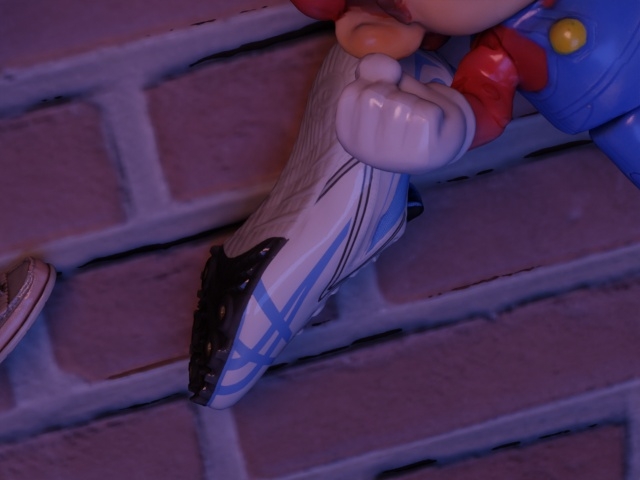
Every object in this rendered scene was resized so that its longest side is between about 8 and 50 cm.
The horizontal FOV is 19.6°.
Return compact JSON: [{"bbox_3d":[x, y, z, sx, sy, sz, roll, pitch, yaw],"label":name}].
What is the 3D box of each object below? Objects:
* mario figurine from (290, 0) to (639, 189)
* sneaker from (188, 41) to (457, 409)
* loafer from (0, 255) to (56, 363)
[{"bbox_3d":[0.118,-0.107,0.848,0.320,0.198,0.170,28,128,-18],"label":"mario figurine"},{"bbox_3d":[0.000,0.000,0.972,0.086,0.085,0.237,21,115,-22],"label":"sneaker"},{"bbox_3d":[-0.189,0.053,0.977,0.039,0.045,0.125,33,111,-24],"label":"loafer"}]
